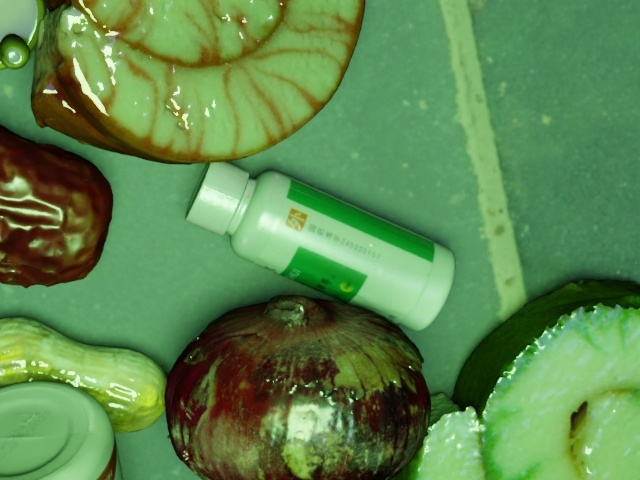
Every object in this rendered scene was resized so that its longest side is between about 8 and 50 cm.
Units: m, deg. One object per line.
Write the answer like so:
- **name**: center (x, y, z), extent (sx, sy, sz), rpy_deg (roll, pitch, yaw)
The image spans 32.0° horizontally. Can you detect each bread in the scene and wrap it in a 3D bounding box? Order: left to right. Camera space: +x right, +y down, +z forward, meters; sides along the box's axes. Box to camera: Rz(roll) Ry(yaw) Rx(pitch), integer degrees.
- **bread**: center (-0.107, -0.232, 0.986), extent (0.295, 0.114, 0.327), rpy_deg (-3, 98, -28)
- **bread**: center (0.248, 0.221, 1.137), extent (0.382, 0.129, 0.366), rpy_deg (5, 100, -9)

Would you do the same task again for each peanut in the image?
- **peanut**: center (-0.245, 0.128, 1.066), extent (0.207, 0.087, 0.087), rpy_deg (16, 96, -13)

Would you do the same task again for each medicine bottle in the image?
- **medicine bottle**: center (-0.248, 0.281, 1.024), extent (0.157, 0.157, 0.288), rpy_deg (-9, 126, -8)
- **medicine bottle**: center (0.000, 0.000, 1.082), extent (0.260, 0.095, 0.095), rpy_deg (25, 94, -12)

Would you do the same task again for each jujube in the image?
- **jujube**: center (-0.302, -0.037, 1.001), extent (0.230, 0.155, 0.155), rpy_deg (16, 96, -12)

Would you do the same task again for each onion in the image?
- **onion**: center (-0.020, 0.142, 1.022), extent (0.246, 0.246, 0.190), rpy_deg (-5, 101, -8)

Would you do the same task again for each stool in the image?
- **stool**: center (-0.306, -0.207, 0.994), extent (0.135, 0.110, 0.134), rpy_deg (-41, 103, 0)
